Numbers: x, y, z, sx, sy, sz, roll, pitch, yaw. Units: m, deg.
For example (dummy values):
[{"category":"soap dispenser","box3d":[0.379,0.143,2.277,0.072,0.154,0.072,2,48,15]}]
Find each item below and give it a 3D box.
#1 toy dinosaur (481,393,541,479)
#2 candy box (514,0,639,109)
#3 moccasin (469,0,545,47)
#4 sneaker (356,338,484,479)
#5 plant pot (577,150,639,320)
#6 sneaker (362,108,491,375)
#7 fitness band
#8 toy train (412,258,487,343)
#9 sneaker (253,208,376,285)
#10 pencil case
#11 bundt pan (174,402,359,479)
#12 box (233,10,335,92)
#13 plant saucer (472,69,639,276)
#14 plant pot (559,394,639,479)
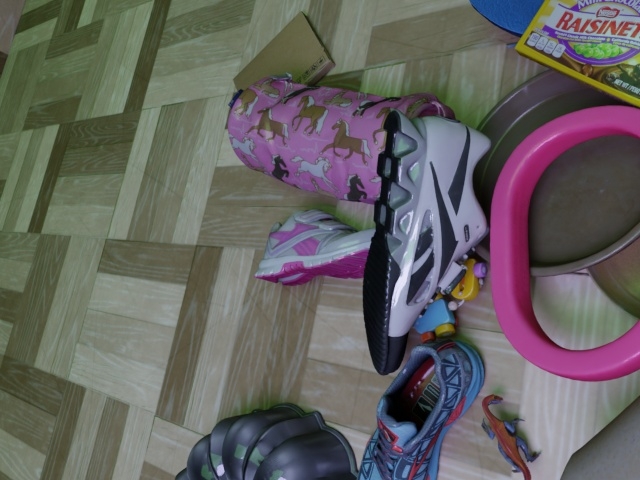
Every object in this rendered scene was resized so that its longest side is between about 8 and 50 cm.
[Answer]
[{"category":"toy dinosaur","box3d":[0.216,0.220,0.632,0.047,0.090,0.082,-35,87,5]},{"category":"candy box","box3d":[0.322,-0.213,0.590,0.206,0.027,0.105,43,110,35]},{"category":"moccasin","box3d":[0.333,-0.277,0.684,0.342,0.116,0.138,40,111,35]},{"category":"sneaker","box3d":[0.096,0.233,0.678,0.104,0.125,0.262,25,91,41]},{"category":"plant pot","box3d":[0.405,-0.013,0.586,0.236,0.032,0.237,-14,66,34]},{"category":"sneaker","box3d":[0.135,0.018,0.671,0.122,0.146,0.331,-116,31,-69]},{"category":"fitness band","box3d":[0.269,-0.005,0.559,0.209,0.054,0.291,-20,56,49]},{"category":"toy train","box3d":[0.163,0.057,0.743,0.125,0.046,0.166,30,96,49]},{"category":"sneaker","box3d":[0.000,0.000,0.847,0.252,0.103,0.111,-9,71,34]},{"category":"pencil case","box3d":[0.024,-0.159,0.852,0.386,0.167,0.160,22,54,40]},{"category":"bundt pan","box3d":[-0.095,0.398,0.771,0.330,0.124,0.331,-13,67,35]},{"category":"box","box3d":[-0.078,-0.328,1.073,0.201,0.021,0.165,-38,55,22]},{"category":"plant saucer","box3d":[0.289,-0.086,0.664,0.277,0.041,0.278,-27,51,39]},{"category":"plant pot","box3d":[0.366,0.185,0.394,0.305,0.333,0.334,-51,51,27]}]
